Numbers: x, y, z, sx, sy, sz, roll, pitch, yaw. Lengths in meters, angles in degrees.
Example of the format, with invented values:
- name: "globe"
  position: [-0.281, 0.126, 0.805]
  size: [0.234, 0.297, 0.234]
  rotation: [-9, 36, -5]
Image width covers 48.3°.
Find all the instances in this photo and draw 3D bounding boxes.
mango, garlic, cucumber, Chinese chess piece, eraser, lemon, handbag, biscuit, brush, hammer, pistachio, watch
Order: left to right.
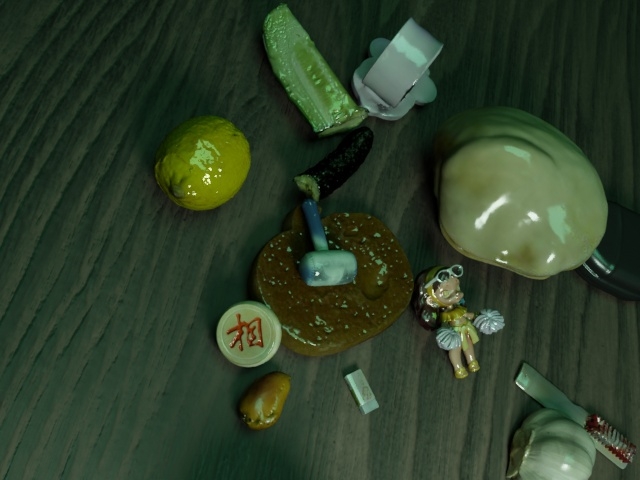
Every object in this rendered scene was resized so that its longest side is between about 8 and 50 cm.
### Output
- name: "lemon"
  position: [-0.227, -0.153, 1.383]
  size: [0.181, 0.180, 0.193]
  rotation: [27, 79, -11]
- name: "Chinese chess piece"
  position: [-0.132, 0.172, 1.313]
  size: [0.122, 0.051, 0.122]
  rotation: [0, 88, 7]
- name: "mango"
  position: [-0.100, 0.289, 1.299]
  size: [0.077, 0.063, 0.127]
  rotation: [36, 51, 0]
- name: "cucumber"
  position: [-0.033, -0.380, 1.630]
  size: [0.145, 0.105, 0.325]
  rotation: [-31, 81, -6]
- name: "hammer"
  position: [0.000, 0.000, 1.416]
  size: [0.116, 0.069, 0.194]
  rotation: [-2, 60, -26]
- name: "biscuit"
  position: [0.016, 0.067, 1.461]
  size: [0.367, 0.063, 0.314]
  rotation: [-21, 73, -32]
- name: "cucumber"
  position: [0.048, -0.174, 1.564]
  size: [0.081, 0.072, 0.303]
  rotation: [46, 44, 1]
- name: "eraser"
  position: [0.080, 0.298, 1.404]
  size: [0.038, 0.019, 0.083]
  rotation: [-20, 76, -33]
- name: "watch"
  position: [0.204, -0.412, 1.682]
  size: [0.211, 0.217, 0.248]
  rotation: [40, 57, -4]
- name: "pistachio"
  position: [0.432, -0.107, 1.609]
  size: [0.365, 0.281, 0.445]
  rotation: [-43, 81, -7]
- name: "garlic"
  position: [0.493, 0.448, 1.458]
  size: [0.178, 0.143, 0.229]
  rotation: [24, 50, -11]
- name: "brush"
  position: [0.569, 0.386, 1.578]
  size: [0.321, 0.050, 0.060]
  rotation: [38, 60, -3]
- name: "handbag"
  position: [0.754, 0.018, 1.811]
  size: [0.308, 0.093, 0.253]
  rotation: [24, 59, -13]

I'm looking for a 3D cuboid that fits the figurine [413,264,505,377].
- name: "figurine"
  position: [0.278, 0.166, 1.503]
  size: [0.175, 0.116, 0.240]
  rotation: [-20, 83, -31]
